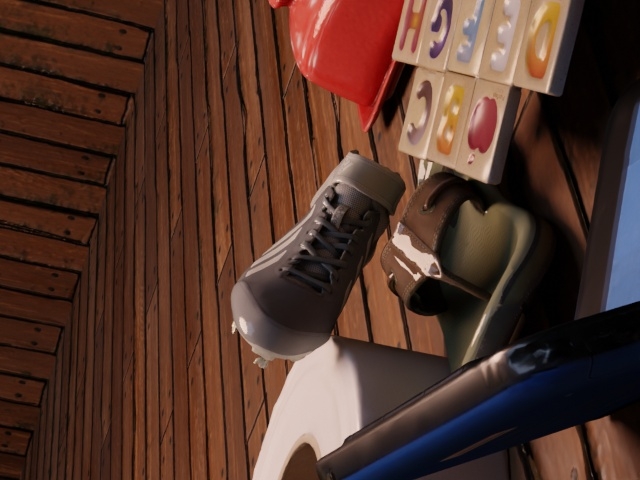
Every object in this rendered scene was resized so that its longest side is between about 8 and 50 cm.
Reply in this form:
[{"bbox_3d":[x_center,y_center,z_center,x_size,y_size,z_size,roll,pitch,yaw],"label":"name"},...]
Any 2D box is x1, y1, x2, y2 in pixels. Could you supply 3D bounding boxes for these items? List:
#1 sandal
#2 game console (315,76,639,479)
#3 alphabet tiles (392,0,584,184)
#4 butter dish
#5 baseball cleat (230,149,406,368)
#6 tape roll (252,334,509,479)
[{"bbox_3d":[0.077,0.005,1.233,0.303,0.086,0.120,-103,32,-65],"label":"sandal"},{"bbox_3d":[0.125,-0.010,0.913,0.293,0.250,0.173,135,118,-66],"label":"game console"},{"bbox_3d":[0.113,-0.210,1.177,0.285,0.011,0.342,-149,70,-71],"label":"alphabet tiles"},{"bbox_3d":[0.015,-0.197,1.601,0.160,0.118,0.160,-96,21,-51],"label":"butter dish"},{"bbox_3d":[0.000,0.000,1.275,0.109,0.072,0.206,-64,-1,26],"label":"baseball cleat"},{"bbox_3d":[0.024,0.206,1.262,0.286,0.100,0.286,-169,90,-77],"label":"tape roll"}]
